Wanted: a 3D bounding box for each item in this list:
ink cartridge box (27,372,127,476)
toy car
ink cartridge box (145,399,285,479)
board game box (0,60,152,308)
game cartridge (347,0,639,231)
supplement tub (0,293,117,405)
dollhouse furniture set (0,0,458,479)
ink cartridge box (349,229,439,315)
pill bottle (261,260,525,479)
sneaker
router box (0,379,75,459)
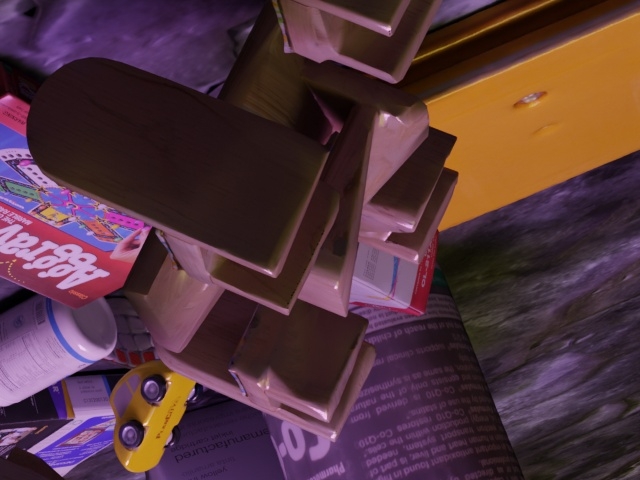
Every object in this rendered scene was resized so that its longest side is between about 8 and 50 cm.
[{"bbox_3d":[-0.278,0.184,1.801,0.206,0.045,0.208,-1,154,-47],"label":"ink cartridge box"},{"bbox_3d":[-0.105,0.047,1.496,0.239,0.053,0.225,-47,151,-19],"label":"toy car"},{"bbox_3d":[0.008,0.325,1.942,0.279,0.385,0.160,-14,129,-16],"label":"ink cartridge box"},{"bbox_3d":[-0.180,-0.027,1.238,0.145,0.027,0.281,-25,155,19],"label":"board game box"},{"bbox_3d":[0.158,-0.102,1.412,0.285,0.053,0.323,-22,165,8],"label":"game cartridge"},{"bbox_3d":[-0.220,0.079,1.504,0.107,0.071,0.071,-27,161,25],"label":"supplement tub"},{"bbox_3d":[-0.115,0.013,1.065,0.256,0.394,0.362,22,165,12],"label":"dollhouse furniture set"},{"bbox_3d":[0.000,0.000,1.411,0.127,0.072,0.175,10,173,21],"label":"ink cartridge box"},{"bbox_3d":[0.073,0.207,1.721,0.204,0.361,0.204,-19,162,-6],"label":"pill bottle"},{"bbox_3d":[-0.164,0.088,1.615,0.065,0.061,0.158,-22,163,30],"label":"sneaker"},{"bbox_3d":[-0.393,0.179,1.600,0.243,0.081,0.309,0,154,-47],"label":"router box"}]
